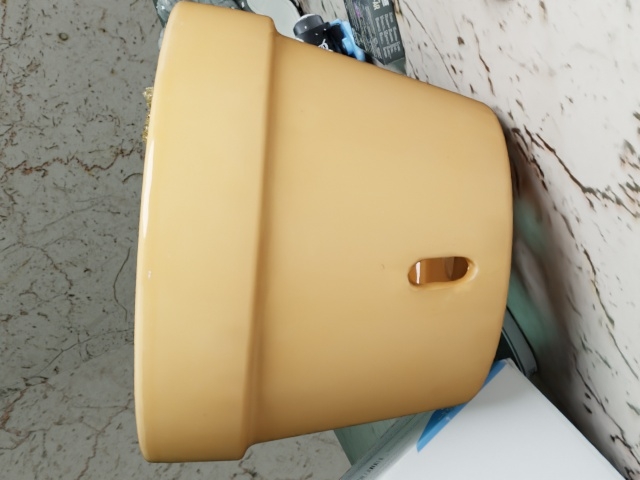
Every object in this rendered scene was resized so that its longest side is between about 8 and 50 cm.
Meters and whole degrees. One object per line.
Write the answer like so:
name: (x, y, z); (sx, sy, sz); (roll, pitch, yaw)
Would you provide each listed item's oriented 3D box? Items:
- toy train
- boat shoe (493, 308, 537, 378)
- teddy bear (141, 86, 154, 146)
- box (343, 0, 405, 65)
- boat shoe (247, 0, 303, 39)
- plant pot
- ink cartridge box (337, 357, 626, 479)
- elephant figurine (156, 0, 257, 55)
toy train: (0.024, -0.110, 0.792); (0.105, 0.080, 0.184); (80, 165, -81)
boat shoe: (0.125, 0.056, 0.733); (0.049, 0.040, 0.142); (80, 163, -61)
teddy bear: (-0.135, -0.091, 1.136); (0.245, 0.113, 0.338); (45, -174, -20)
box: (0.036, -0.185, 0.697); (0.067, 0.018, 0.083); (-127, 16, -58)
boat shoe: (-0.037, -0.238, 0.954); (0.125, 0.038, 0.046); (52, 123, 40)
plant pot: (0.000, 0.000, 0.583); (0.291, 0.204, 0.290); (-177, 90, -86)
ink cartridge box: (0.112, 0.216, 0.685); (0.168, 0.171, 0.232); (46, 169, 6)
elephant figurine: (-0.107, -0.201, 1.033); (0.239, 0.186, 0.169); (-110, 26, -43)
